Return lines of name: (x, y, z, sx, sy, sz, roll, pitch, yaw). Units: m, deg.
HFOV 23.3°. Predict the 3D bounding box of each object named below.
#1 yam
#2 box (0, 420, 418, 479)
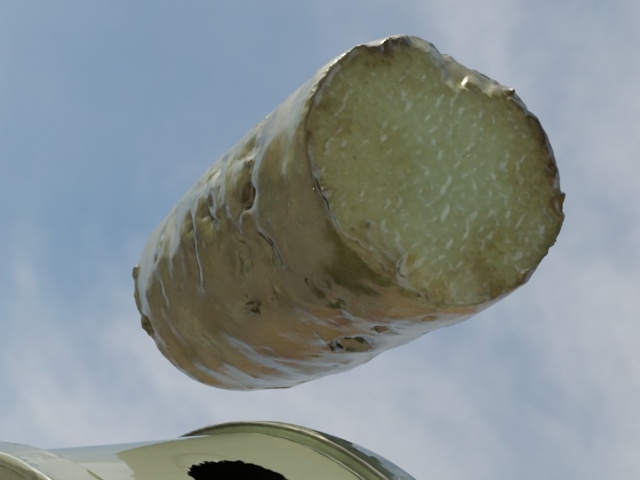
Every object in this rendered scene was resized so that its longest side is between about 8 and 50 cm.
yam: (0.000, 0.000, 0.625, 0.107, 0.107, 0.194, 51, -31, -4)
box: (-0.056, 0.173, 0.496, 0.226, 0.149, 0.226, -2, -94, 41)
